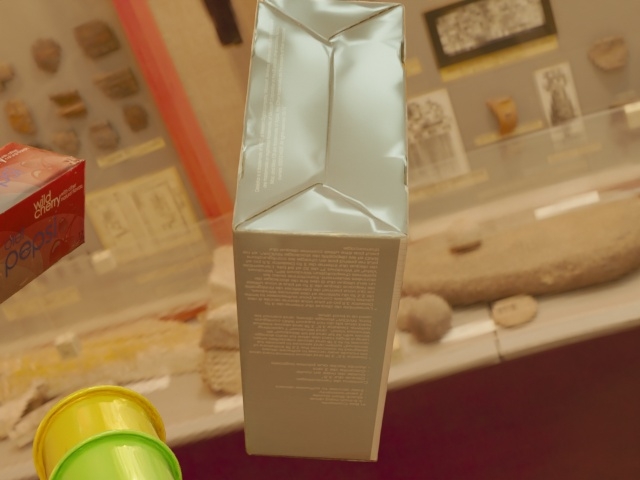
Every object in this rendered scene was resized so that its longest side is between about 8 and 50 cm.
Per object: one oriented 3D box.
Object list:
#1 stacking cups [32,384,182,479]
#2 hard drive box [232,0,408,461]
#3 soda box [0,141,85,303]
[{"bbox_3d":[-0.109,0.189,0.596,0.096,0.096,0.316,-26,23,-10],"label":"stacking cups"},{"bbox_3d":[0.000,0.000,0.633,0.089,0.232,0.181,3,52,0],"label":"hard drive box"},{"bbox_3d":[-0.303,0.003,0.884,0.083,0.092,0.263,14,27,14],"label":"soda box"}]
